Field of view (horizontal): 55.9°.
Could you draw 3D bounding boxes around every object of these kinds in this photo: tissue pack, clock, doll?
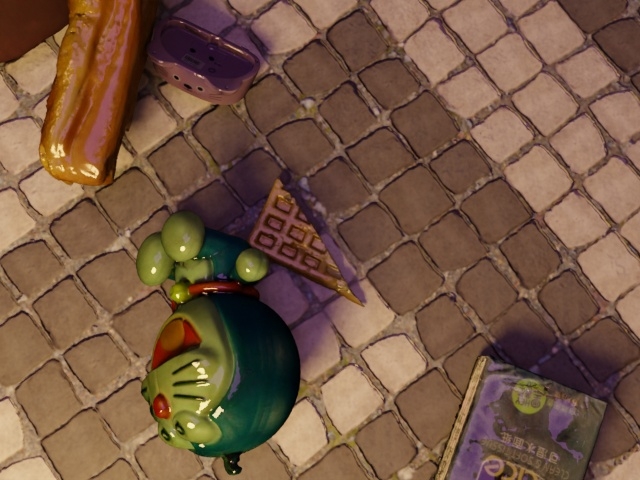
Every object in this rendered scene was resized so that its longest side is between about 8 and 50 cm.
[{"bbox_3d":[0.254,0.289,0.798,0.174,0.073,0.235,23,81,4],"label":"tissue pack"},{"bbox_3d":[-0.171,-0.246,0.857,0.153,0.050,0.110,25,49,-5],"label":"clock"},{"bbox_3d":[-0.126,0.126,0.762,0.186,0.199,0.321,9,66,-38],"label":"doll"}]

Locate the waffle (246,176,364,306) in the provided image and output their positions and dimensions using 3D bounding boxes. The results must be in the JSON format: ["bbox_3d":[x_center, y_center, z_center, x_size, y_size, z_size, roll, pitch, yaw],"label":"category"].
[{"bbox_3d":[0.000,0.000,0.864,0.191,0.032,0.125,24,79,1],"label":"waffle"}]

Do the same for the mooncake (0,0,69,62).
[{"bbox_3d":[-0.482,-0.412,0.846,0.334,0.174,0.325,3,78,3],"label":"mooncake"}]

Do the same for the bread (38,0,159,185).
[{"bbox_3d":[-0.287,-0.257,0.802,0.109,0.185,0.380,10,93,-13],"label":"bread"}]
